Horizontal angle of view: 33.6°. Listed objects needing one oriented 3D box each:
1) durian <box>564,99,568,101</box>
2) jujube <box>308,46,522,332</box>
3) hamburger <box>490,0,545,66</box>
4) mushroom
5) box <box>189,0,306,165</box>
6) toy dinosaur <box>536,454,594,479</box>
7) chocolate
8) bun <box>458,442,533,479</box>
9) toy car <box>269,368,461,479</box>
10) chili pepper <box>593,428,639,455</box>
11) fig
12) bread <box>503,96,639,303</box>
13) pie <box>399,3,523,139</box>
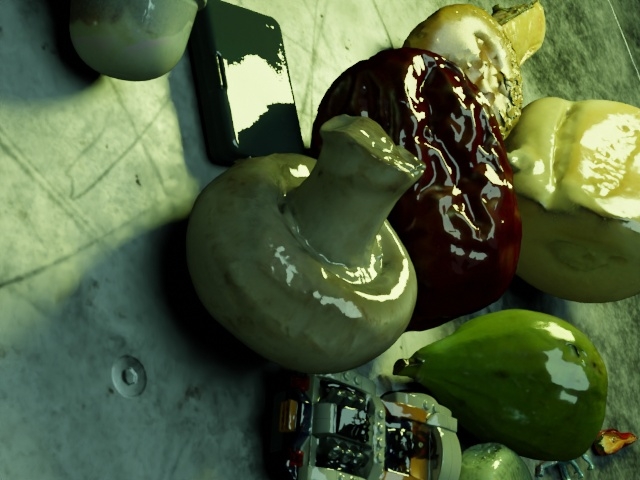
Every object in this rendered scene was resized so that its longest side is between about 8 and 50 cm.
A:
[{"bbox_3d":[0.582,-0.138,2.172,0.191,0.112,0.341,-9,77,-50],"label":"durian"},{"bbox_3d":[0.127,-0.069,1.467,0.276,0.276,0.377,3,71,-50],"label":"jujube"},{"bbox_3d":[0.337,-0.376,2.004,0.262,0.124,0.131,-35,116,-47],"label":"hamburger"},{"bbox_3d":[0.000,0.000,1.244,0.297,0.290,0.298,26,35,-20],"label":"mushroom"},{"bbox_3d":[-0.099,-0.209,1.438,0.160,0.050,0.230,6,68,-49],"label":"box"},{"bbox_3d":[0.422,0.357,1.787,0.197,0.045,0.080,-28,86,-43],"label":"toy dinosaur"},{"bbox_3d":[-0.226,-0.263,1.231,0.221,0.221,0.147,24,74,-42],"label":"chocolate"},{"bbox_3d":[0.233,0.390,1.480,0.221,0.108,0.221,21,65,-56],"label":"bun"},{"bbox_3d":[0.061,0.264,1.346,0.301,0.118,0.193,28,55,-38],"label":"toy car"},{"bbox_3d":[0.540,0.365,1.939,0.178,0.027,0.045,3,74,-49],"label":"chili pepper"},{"bbox_3d":[0.285,0.200,1.552,0.314,0.233,0.233,33,49,-44],"label":"fig"},{"bbox_3d":[0.471,-0.074,1.868,0.347,0.253,0.376,16,47,6],"label":"bread"},{"bbox_3d":[0.244,-0.275,1.793,0.273,0.069,0.274,3,84,-26],"label":"pie"}]
